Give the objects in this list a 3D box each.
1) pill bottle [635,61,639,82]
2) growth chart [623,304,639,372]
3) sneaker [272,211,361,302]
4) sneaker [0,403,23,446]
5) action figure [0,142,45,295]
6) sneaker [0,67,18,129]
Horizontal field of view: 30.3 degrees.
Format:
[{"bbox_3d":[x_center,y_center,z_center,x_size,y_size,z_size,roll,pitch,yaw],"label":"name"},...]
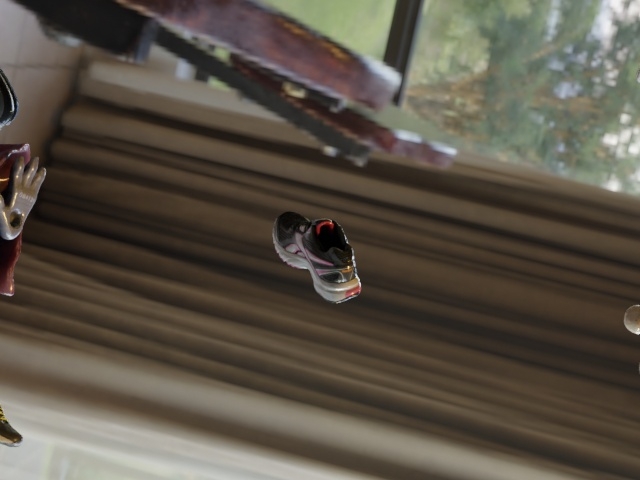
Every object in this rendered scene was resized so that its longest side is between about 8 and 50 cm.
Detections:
[{"bbox_3d":[0.406,-0.179,1.228,0.078,0.137,0.078,21,90,-84],"label":"pill bottle"},{"bbox_3d":[0.251,0.143,0.630,0.021,0.172,0.237,-43,-130,27],"label":"growth chart"},{"bbox_3d":[0.000,0.000,1.477,0.072,0.178,0.077,-17,125,-27],"label":"sneaker"},{"bbox_3d":[-0.279,0.142,0.988,0.035,0.083,0.031,-55,165,-13],"label":"sneaker"},{"bbox_3d":[-0.459,-0.030,1.173,0.248,0.370,0.275,-31,128,-65],"label":"action figure"},{"bbox_3d":[-0.272,-0.127,0.747,0.067,0.188,0.078,-43,-147,2],"label":"sneaker"}]
